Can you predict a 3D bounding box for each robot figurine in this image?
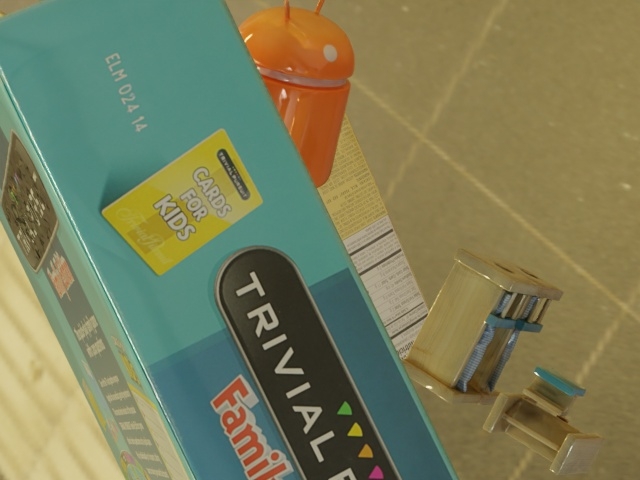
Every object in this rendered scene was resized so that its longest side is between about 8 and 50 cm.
[{"bbox_3d":[-0.038,-0.133,1.527,0.128,0.158,0.219,-131,51,-60],"label":"robot figurine"}]

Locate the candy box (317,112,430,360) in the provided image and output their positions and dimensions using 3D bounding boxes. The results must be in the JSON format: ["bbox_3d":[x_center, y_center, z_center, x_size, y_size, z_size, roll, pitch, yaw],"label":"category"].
[{"bbox_3d":[0.000,0.000,1.784,0.183,0.087,0.317,-8,109,56],"label":"candy box"}]

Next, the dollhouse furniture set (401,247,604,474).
[{"bbox_3d":[0.197,0.112,1.440,0.183,0.129,0.129,32,100,29],"label":"dollhouse furniture set"}]

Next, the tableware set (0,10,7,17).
[{"bbox_3d":[-0.213,-0.144,1.185,0.194,0.039,0.128,-13,69,34],"label":"tableware set"}]

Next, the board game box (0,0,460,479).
[{"bbox_3d":[-0.024,0.085,0.594,0.336,0.079,0.254,64,165,0],"label":"board game box"}]
